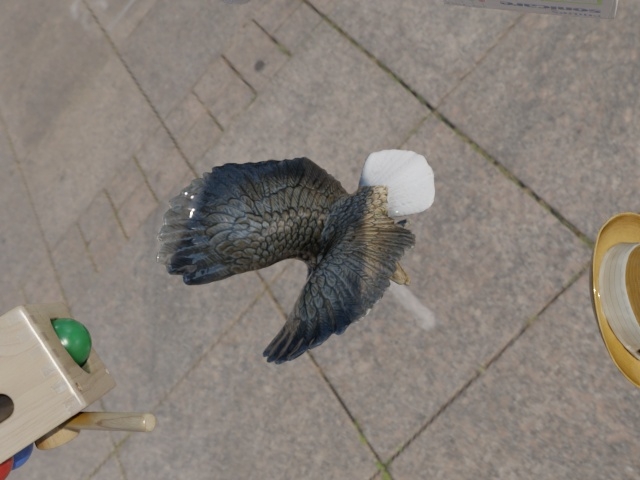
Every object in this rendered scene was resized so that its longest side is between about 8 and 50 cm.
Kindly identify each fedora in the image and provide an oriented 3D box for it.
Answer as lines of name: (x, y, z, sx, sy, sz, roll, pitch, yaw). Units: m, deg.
fedora: (0.343, 0.056, 0.792, 0.079, 0.194, 0.194, -20, 50, 51)

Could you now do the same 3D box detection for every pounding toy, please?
pounding toy: (-0.180, 0.101, 0.502, 0.141, 0.100, 0.130, -33, 0, -6)

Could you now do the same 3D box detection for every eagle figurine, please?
eagle figurine: (0.000, 0.011, 0.927, 0.226, 0.298, 0.225, -13, 84, 30)

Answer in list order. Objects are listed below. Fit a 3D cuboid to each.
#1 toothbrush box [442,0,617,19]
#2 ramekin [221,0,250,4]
toothbrush box: (0.252, -0.410, 0.916, 0.206, 0.122, 0.283, 11, 96, 17)
ramekin: (-0.138, -0.415, 1.044, 0.207, 0.109, 0.207, -2, 87, 59)
